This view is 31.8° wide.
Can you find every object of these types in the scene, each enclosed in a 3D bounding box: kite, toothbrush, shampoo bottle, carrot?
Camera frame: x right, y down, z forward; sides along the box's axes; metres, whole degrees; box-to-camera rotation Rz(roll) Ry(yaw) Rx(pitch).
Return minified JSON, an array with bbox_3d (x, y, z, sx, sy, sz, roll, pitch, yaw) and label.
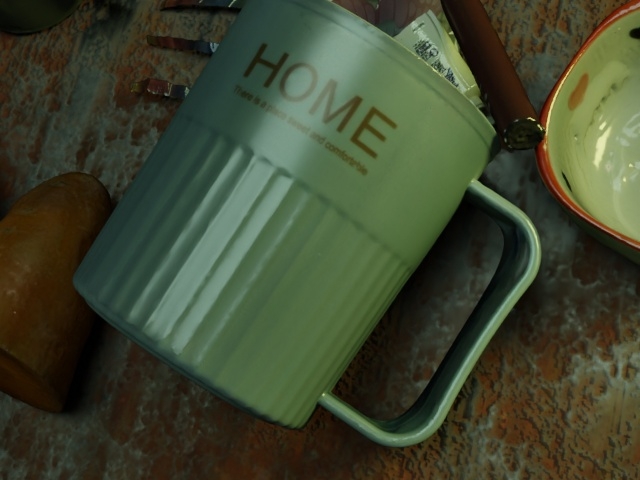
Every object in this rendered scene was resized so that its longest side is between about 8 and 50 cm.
[{"bbox_3d":[-0.028,-0.189,1.175,0.360,0.022,0.204,6,72,18],"label":"kite"},{"bbox_3d":[0.140,-0.209,1.060,0.040,0.041,0.364,-23,44,9],"label":"toothbrush"},{"bbox_3d":[0.129,-0.162,1.104,0.049,0.034,0.141,-33,71,-6],"label":"shampoo bottle"},{"bbox_3d":[-0.279,0.035,1.118,0.159,0.159,0.225,12,62,21],"label":"carrot"}]

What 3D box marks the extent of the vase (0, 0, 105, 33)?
[{"bbox_3d":[-0.347,-0.343,1.190,0.251,0.301,0.156,25,80,15],"label":"vase"}]

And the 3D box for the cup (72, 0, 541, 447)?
[{"bbox_3d":[-0.010,-0.005,0.999,0.311,0.331,0.257,-56,24,-4],"label":"cup"}]

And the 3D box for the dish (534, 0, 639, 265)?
[{"bbox_3d":[0.319,-0.079,0.971,0.256,0.117,0.256,-6,70,15],"label":"dish"}]
